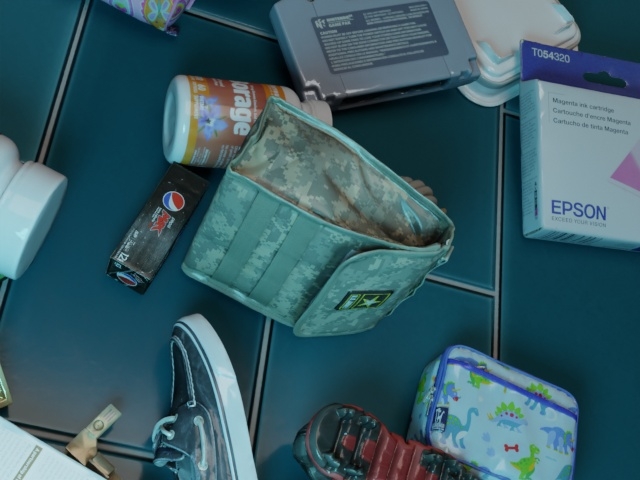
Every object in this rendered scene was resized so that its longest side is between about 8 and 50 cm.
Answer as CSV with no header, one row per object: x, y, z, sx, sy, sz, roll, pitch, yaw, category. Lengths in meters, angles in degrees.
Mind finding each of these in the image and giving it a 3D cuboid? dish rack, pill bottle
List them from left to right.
-0.451,-0.075,1.142,0.283,0.161,0.161,26,58,-7,pill bottle
-0.099,-0.156,1.353,0.216,0.121,0.121,3,64,-20,pill bottle
0.273,-0.404,1.657,0.285,0.072,0.333,-30,77,-30,dish rack

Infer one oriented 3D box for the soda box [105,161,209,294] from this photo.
-0.209,-0.017,1.280,0.060,0.053,0.169,31,58,-5,soda box

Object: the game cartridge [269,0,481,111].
0.080,-0.306,1.501,0.297,0.062,0.198,-13,70,-21,game cartridge

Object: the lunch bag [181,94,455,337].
0.000,0.000,1.246,0.287,0.235,0.169,29,52,-5,lunch bag

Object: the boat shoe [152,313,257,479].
-0.146,0.234,1.154,0.102,0.108,0.301,-7,75,-26,boat shoe

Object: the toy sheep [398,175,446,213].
0.125,-0.049,1.412,0.091,0.091,0.132,-30,65,-31,toy sheep

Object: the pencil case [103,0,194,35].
-0.309,-0.404,1.402,0.284,0.124,0.124,25,58,-9,pencil case

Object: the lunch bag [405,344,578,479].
0.228,0.244,1.302,0.219,0.090,0.176,26,55,-9,lunch bag

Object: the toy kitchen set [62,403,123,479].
-0.236,0.239,1.132,0.083,0.068,0.075,43,58,3,toy kitchen set

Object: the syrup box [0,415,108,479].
-0.298,0.286,1.069,0.236,0.093,0.096,33,57,-4,syrup box

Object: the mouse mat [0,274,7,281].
-0.464,0.012,1.193,0.189,0.007,0.153,-33,80,-32,mouse mat

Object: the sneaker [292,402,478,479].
0.081,0.288,1.202,0.276,0.135,0.098,32,61,-17,sneaker

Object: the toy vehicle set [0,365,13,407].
-0.486,0.145,1.061,0.266,0.035,0.166,-19,98,-28,toy vehicle set

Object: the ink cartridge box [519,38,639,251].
0.469,-0.150,1.566,0.324,0.071,0.330,6,77,-19,ink cartridge box
